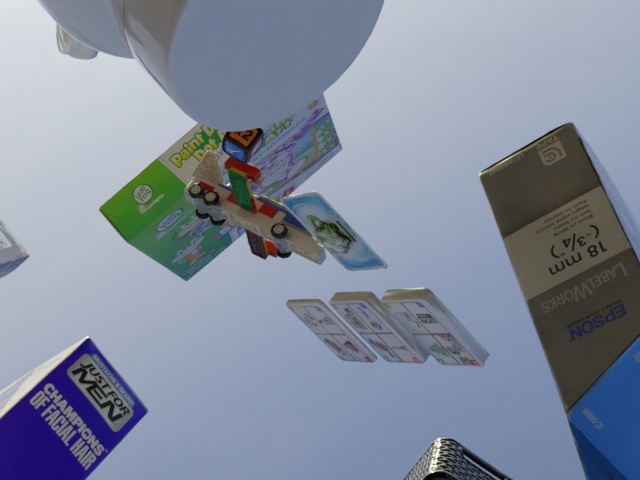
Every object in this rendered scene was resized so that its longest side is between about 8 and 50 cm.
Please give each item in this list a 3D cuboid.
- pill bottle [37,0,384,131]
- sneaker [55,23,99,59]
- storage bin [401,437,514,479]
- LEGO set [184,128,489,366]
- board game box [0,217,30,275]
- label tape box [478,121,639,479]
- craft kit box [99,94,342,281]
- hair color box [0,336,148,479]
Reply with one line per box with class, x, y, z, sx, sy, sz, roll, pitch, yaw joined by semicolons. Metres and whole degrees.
pill bottle;-0.080;-0.154;0.471;0.131;0.131;0.229;-37;-120;-9
sneaker;-0.147;-0.223;0.923;0.115;0.090;0.232;18;-136;-3
storage bin;0.137;0.338;1.287;0.180;0.122;0.084;-55;-179;20
LEGO set;0.000;0.000;0.819;0.182;0.244;0.060;-8;-138;56
board game box;-0.414;-0.028;1.240;0.048;0.170;0.141;-38;-177;5
label tape box;0.266;0.097;0.942;0.106;0.240;0.334;-29;-135;18
craft kit box;-0.095;-0.071;1.191;0.250;0.246;0.061;-41;-105;-2
hair color box;-0.329;0.245;1.018;0.185;0.110;0.339;-31;-168;38
